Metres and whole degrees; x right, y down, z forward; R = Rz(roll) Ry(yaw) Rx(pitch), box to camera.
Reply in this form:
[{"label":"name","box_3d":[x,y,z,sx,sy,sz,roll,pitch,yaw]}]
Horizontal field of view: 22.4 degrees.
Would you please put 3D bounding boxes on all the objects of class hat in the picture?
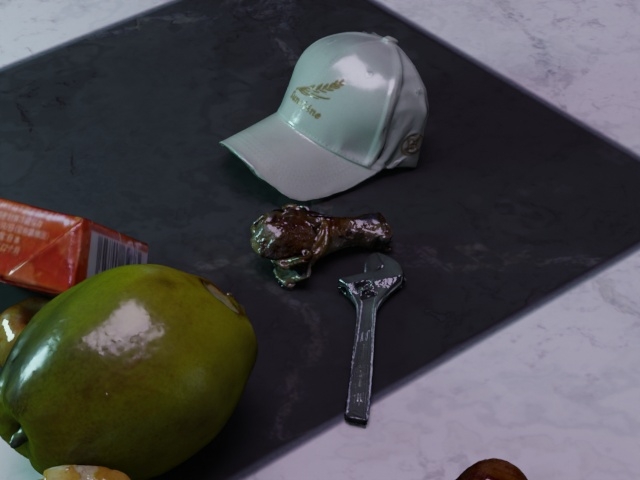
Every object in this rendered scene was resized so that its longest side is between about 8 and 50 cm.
[{"label":"hat","box_3d":[-0.009,-0.198,2.410,0.301,0.168,0.258,-26,43,-28]}]

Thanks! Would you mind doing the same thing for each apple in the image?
[{"label":"apple","box_3d":[-0.353,0.127,2.057,0.126,0.102,0.126,0,38,0]}]

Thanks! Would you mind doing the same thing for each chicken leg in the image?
[{"label":"chicken leg","box_3d":[-0.005,-0.005,2.245,0.196,0.080,0.125,-17,50,-31]}]

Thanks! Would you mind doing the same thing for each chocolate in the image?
[{"label":"chocolate","box_3d":[-0.363,0.016,2.097,0.234,0.108,0.237,12,-4,20]}]

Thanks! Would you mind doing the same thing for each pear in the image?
[{"label":"pear","box_3d":[-0.228,0.156,1.901,0.321,0.269,0.269,-29,45,-20]}]

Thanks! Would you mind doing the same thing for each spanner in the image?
[{"label":"spanner","box_3d":[0.061,0.124,2.112,0.093,0.026,0.325,3,40,4]}]

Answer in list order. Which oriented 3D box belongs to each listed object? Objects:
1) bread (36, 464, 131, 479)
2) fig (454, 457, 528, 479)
[{"label":"bread","box_3d":[-0.273,0.309,1.806,0.149,0.122,0.073,-3,35,-3]},{"label":"fig","box_3d":[0.209,0.340,1.780,0.201,0.146,0.134,40,45,-11]}]
